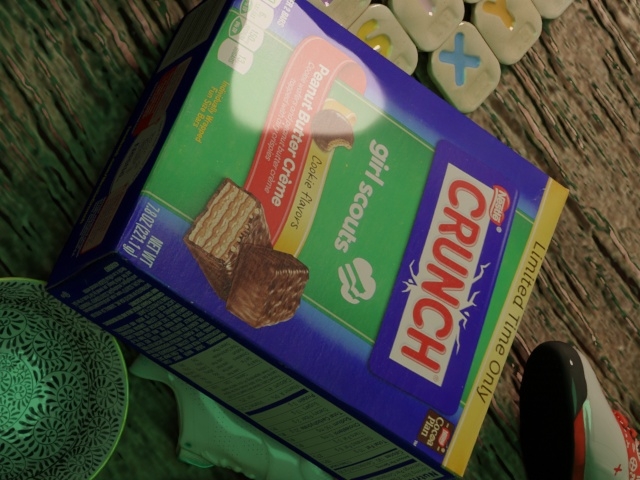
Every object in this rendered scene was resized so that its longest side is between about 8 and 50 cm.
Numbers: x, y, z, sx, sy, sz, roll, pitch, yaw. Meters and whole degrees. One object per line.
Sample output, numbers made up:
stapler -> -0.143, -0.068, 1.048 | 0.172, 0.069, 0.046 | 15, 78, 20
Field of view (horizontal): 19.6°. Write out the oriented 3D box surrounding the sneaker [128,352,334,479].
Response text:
sneaker -> -0.063, 0.153, 1.425 | 0.094, 0.080, 0.212 | -38, 98, -4

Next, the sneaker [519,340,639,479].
sneaker -> 0.256, 0.199, 1.538 | 0.145, 0.090, 0.270 | -14, 100, -22

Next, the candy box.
candy box -> 0.000, 0.000, 1.374 | 0.317, 0.122, 0.268 | 35, 60, -21

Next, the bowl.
bowl -> -0.231, 0.109, 1.343 | 0.170, 0.080, 0.170 | -1, 92, -22

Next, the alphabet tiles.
alphabet tiles -> 0.098, -0.250, 1.456 | 0.284, 0.021, 0.278 | -47, 121, -17
